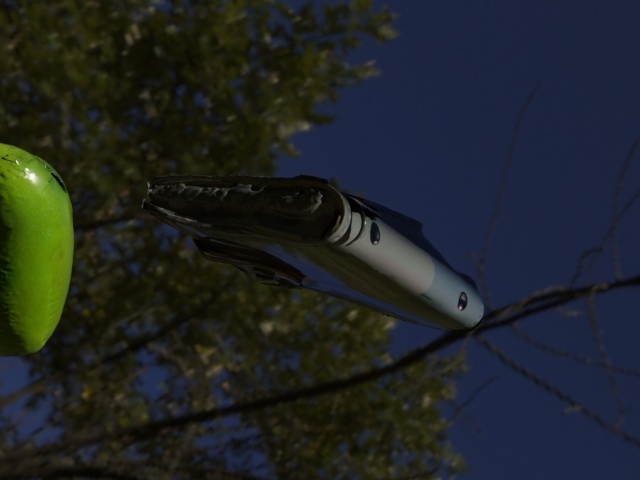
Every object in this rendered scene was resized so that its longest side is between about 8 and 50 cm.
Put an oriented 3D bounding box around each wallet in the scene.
[{"bbox_3d":[0.000,0.000,0.959,0.170,0.231,0.069,10,-101,30],"label":"wallet"}]

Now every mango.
[{"bbox_3d":[-0.280,0.004,1.267,0.125,0.111,0.233,11,-48,5],"label":"mango"}]
